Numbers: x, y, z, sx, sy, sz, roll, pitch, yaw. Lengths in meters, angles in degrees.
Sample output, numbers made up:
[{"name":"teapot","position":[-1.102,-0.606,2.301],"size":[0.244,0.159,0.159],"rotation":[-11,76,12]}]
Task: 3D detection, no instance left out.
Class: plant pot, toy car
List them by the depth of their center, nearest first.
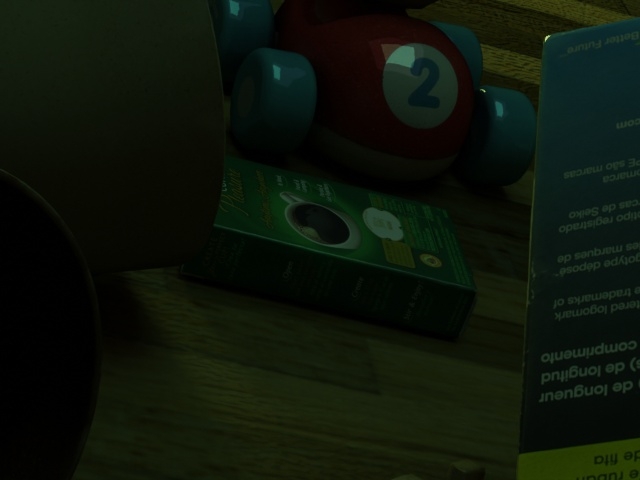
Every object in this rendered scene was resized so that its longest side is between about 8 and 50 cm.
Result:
[{"name":"plant pot","position":[-0.249,0.036,0.850],"size":[0.215,0.215,0.230],"rotation":[-8,23,-44]},{"name":"plant pot","position":[-0.228,-0.082,1.055],"size":[0.274,0.256,0.256],"rotation":[-13,38,-25]},{"name":"toy car","position":[0.055,-0.185,1.425],"size":[0.219,0.238,0.210],"rotation":[7,29,-25]}]

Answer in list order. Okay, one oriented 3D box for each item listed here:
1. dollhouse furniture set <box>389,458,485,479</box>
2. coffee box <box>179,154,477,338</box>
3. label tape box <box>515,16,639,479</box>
[{"name":"dollhouse furniture set","position":[0.117,0.210,0.871],"size":[0.262,0.135,0.259],"rotation":[-6,25,-43]},{"name":"coffee box","position":[0.000,0.000,1.251],"size":[0.184,0.040,0.113],"rotation":[13,26,-15]},{"name":"label tape box","position":[0.212,0.044,0.831],"size":[0.240,0.106,0.334],"rotation":[-10,51,24]}]
